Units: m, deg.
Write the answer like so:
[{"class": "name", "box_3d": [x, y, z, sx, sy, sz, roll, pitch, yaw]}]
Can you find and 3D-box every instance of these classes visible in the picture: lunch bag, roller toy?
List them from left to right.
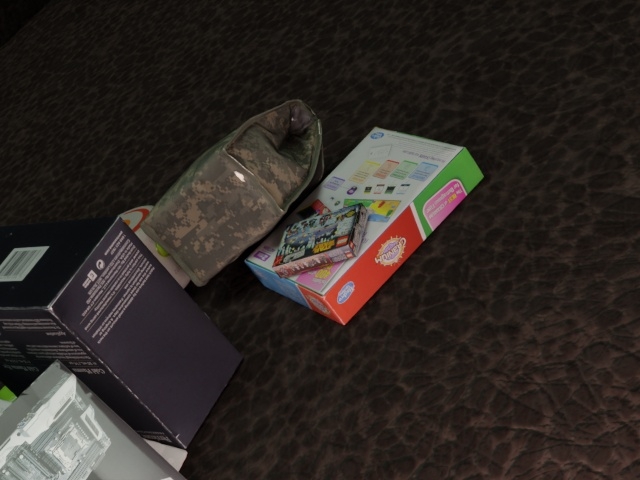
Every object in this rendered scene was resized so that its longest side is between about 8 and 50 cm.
[{"class": "roller toy", "box_3d": [-0.319, 0.047, 2.060, 0.191, 0.146, 0.209, -37, 23, -19]}, {"class": "lunch bag", "box_3d": [-0.123, -0.094, 1.974, 0.235, 0.169, 0.287, -38, 10, 34]}]

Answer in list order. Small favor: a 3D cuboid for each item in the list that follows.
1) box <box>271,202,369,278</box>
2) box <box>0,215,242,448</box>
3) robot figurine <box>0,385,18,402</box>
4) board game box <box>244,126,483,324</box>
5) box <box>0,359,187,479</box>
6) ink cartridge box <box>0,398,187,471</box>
[{"class": "box", "box_3d": [0.000, 0.000, 1.776, 0.137, 0.027, 0.094, -17, 37, 30]}, {"class": "box", "box_3d": [-0.353, 0.138, 1.803, 0.343, 0.312, 0.179, -3, 44, 44]}, {"class": "robot figurine", "box_3d": [-0.497, 0.276, 2.007, 0.101, 0.067, 0.115, -43, 31, -14]}, {"class": "board game box", "box_3d": [0.062, -0.032, 1.849, 0.316, 0.064, 0.242, -46, 31, -14]}, {"class": "box", "box_3d": [-0.319, 0.342, 1.567, 0.307, 0.076, 0.242, 38, 74, 23]}, {"class": "ink cartridge box", "box_3d": [-0.413, 0.392, 1.705, 0.384, 0.091, 0.308, 11, 49, 17]}]
